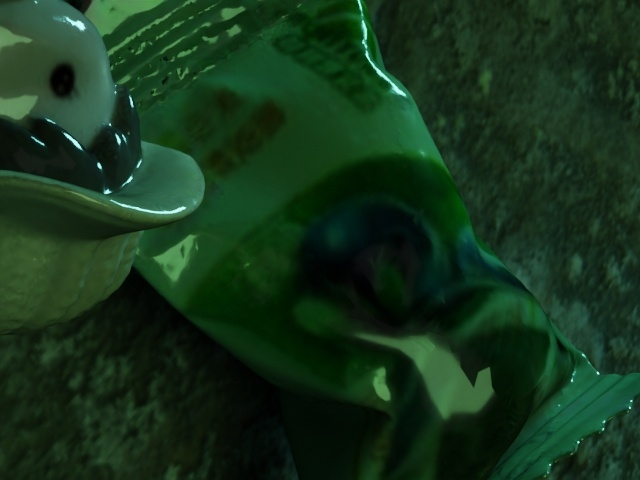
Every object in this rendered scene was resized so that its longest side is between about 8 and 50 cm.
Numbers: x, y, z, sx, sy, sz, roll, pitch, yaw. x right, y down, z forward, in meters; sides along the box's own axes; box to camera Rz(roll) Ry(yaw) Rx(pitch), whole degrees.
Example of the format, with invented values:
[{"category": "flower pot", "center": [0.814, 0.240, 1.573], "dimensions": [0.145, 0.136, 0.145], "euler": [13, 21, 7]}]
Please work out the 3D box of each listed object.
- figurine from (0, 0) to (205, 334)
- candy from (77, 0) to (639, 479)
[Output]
[{"category": "figurine", "center": [-0.181, -0.109, 0.933], "dimensions": [0.185, 0.204, 0.332], "euler": [-6, 73, -28]}, {"category": "candy", "center": [0.003, -0.001, 1.107], "dimensions": [0.263, 0.172, 0.398], "euler": [-44, 111, -34]}]
